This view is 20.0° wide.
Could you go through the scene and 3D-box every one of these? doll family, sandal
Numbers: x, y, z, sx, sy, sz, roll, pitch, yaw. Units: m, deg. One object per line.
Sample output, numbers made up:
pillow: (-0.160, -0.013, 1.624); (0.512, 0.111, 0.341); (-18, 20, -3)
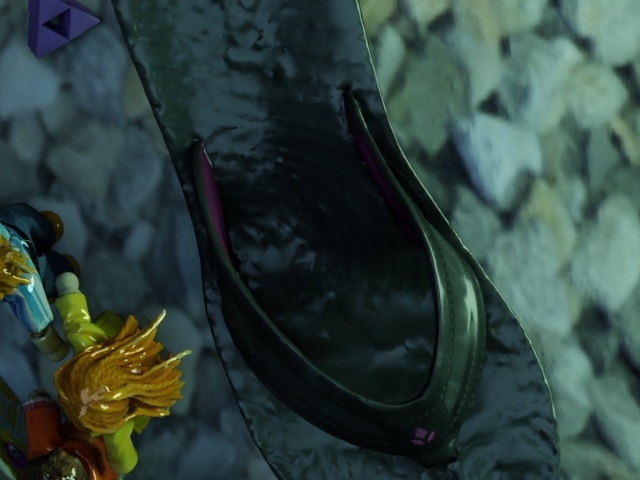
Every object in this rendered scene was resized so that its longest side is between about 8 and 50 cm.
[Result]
doll family: (-0.153, 0.036, 0.984); (0.118, 0.163, 0.263); (-36, 90, 6)
sandal: (-0.003, 0.000, 0.987); (0.167, 0.107, 0.446); (-24, 99, 6)

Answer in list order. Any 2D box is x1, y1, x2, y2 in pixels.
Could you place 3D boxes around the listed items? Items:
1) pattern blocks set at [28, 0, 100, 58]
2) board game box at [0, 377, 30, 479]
pattern blocks set: (-0.182, -0.235, 0.942); (0.285, 0.026, 0.325); (-20, 127, -20)
board game box: (-0.262, 0.111, 1.010); (0.142, 0.144, 0.275); (-38, 90, 7)
